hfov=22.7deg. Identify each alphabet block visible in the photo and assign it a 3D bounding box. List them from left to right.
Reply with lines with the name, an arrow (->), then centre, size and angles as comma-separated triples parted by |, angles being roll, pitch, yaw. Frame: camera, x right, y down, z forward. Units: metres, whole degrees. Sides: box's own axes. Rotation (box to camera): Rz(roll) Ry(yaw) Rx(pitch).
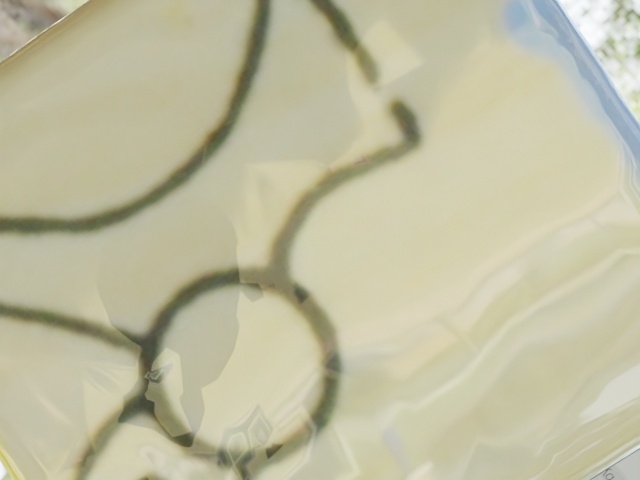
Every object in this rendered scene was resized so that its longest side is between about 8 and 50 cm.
alphabet block -> 0.000, 0.000, 0.512 | 0.197, 0.192, 0.193 | -33, 180, 7

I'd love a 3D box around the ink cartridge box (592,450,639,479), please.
ink cartridge box -> 0.135, 0.117, 0.667 | 0.218, 0.092, 0.158 | -45, -123, 1
